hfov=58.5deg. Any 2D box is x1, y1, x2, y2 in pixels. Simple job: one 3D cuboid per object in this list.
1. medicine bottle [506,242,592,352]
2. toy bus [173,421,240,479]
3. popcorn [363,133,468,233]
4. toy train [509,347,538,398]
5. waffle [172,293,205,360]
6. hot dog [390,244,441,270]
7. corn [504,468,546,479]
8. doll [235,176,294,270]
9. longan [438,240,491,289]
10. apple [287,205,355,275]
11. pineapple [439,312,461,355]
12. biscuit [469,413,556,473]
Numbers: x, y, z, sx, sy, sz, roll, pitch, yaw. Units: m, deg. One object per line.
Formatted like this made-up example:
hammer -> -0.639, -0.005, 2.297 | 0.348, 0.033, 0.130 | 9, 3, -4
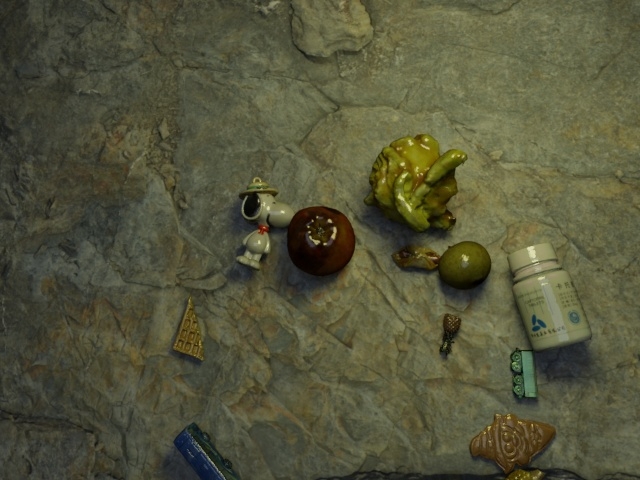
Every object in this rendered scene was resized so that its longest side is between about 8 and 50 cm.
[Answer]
medicine bottle -> 0.653, 0.166, 1.653 | 0.170, 0.170, 0.293 | -16, 73, 5
toy bus -> -0.346, 0.663, 1.731 | 0.079, 0.094, 0.236 | -45, 74, -3
popcorn -> 0.277, -0.162, 1.718 | 0.290, 0.321, 0.326 | 9, 60, 11
toy train -> 0.596, 0.389, 1.675 | 0.071, 0.038, 0.148 | -2, 76, 6
waffle -> -0.401, 0.282, 1.865 | 0.125, 0.032, 0.191 | 16, 81, 14
hot dog -> 0.304, 0.051, 1.792 | 0.169, 0.061, 0.078 | 6, 76, 10
corn -> 0.505, 0.757, 1.563 | 0.119, 0.119, 0.322 | 38, 90, 16
doll -> -0.213, -0.053, 1.861 | 0.208, 0.144, 0.271 | 37, 80, 6
longan -> 0.432, 0.069, 1.734 | 0.154, 0.145, 0.176 | -2, 29, -25
apple -> 0.000, 0.000, 1.778 | 0.230, 0.230, 0.230 | -2, 76, 9
pineapple -> 0.385, 0.286, 1.728 | 0.058, 0.058, 0.124 | 19, 85, 13
biscuit -> 0.553, 0.576, 1.643 | 0.250, 0.035, 0.162 | -16, 79, 3
